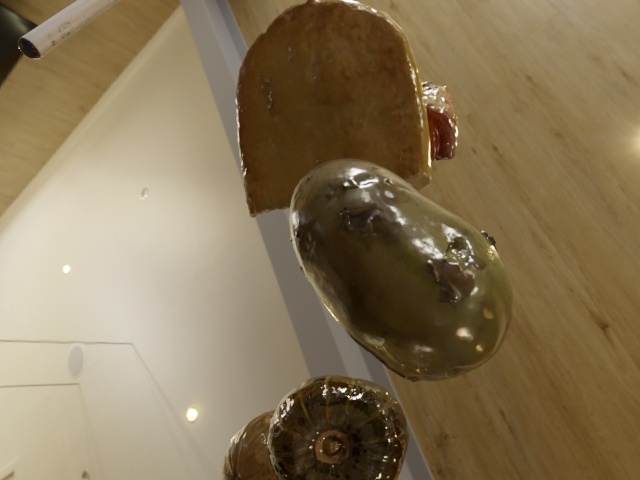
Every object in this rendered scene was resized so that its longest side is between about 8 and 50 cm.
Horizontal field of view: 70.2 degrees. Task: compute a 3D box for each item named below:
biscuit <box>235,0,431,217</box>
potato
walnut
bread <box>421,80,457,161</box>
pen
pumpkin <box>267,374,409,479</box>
[{"bbox_3d":[0.008,-0.267,0.946,0.430,0.104,0.445,1,-79,26],"label":"biscuit"},{"bbox_3d":[0.066,0.022,0.458,0.262,0.165,0.165,41,-77,20],"label":"potato"},{"bbox_3d":[-0.079,0.446,0.896,0.228,0.228,0.227,-11,-108,34],"label":"walnut"},{"bbox_3d":[0.231,-0.296,1.085,0.190,0.122,0.244,7,-143,6],"label":"bread"},{"bbox_3d":[-0.313,-0.337,0.643,0.033,0.033,0.269,1,-131,37],"label":"pen"},{"bbox_3d":[0.024,0.317,0.713,0.219,0.162,0.218,-1,-96,9],"label":"pumpkin"}]
